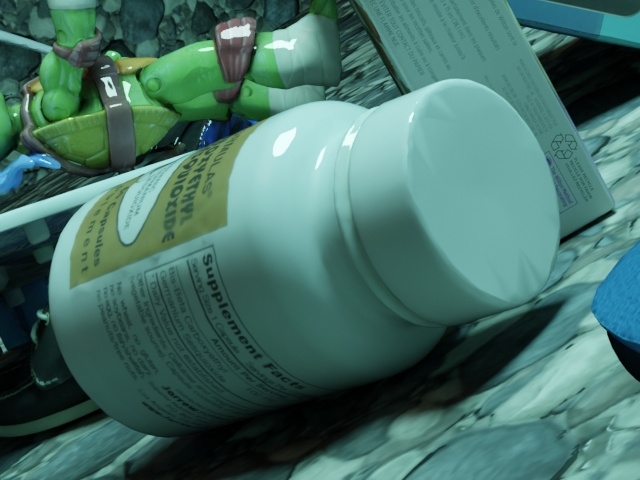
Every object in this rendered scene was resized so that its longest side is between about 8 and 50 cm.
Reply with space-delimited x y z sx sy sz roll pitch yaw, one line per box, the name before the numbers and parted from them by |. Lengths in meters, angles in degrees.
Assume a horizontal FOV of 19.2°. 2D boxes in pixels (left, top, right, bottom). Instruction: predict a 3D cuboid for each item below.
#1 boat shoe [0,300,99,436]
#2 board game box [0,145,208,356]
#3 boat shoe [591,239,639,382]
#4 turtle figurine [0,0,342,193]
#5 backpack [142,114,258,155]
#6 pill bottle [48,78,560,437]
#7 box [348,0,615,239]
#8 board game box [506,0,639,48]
boat shoe | -0.134 0.058 1.139 0.233 0.079 0.084 -23 14 39
board game box | -0.263 0.057 1.250 0.390 0.050 0.390 -21 -4 -41
boat shoe | 0.161 0.030 0.431 0.109 0.089 0.258 -46 20 -18
turtle figurine | -0.130 -0.153 1.331 0.266 0.198 0.275 -4 42 -9
backpack | -0.088 -0.041 1.450 0.098 0.101 0.120 -21 44 57
pill bottle | -0.009 0.008 0.877 0.229 0.131 0.131 -20 13 42
box | 0.039 -0.140 0.924 0.067 0.324 0.063 -32 13 0
board game box | 0.112 -0.195 1.304 0.253 0.079 0.336 11 9 -5
